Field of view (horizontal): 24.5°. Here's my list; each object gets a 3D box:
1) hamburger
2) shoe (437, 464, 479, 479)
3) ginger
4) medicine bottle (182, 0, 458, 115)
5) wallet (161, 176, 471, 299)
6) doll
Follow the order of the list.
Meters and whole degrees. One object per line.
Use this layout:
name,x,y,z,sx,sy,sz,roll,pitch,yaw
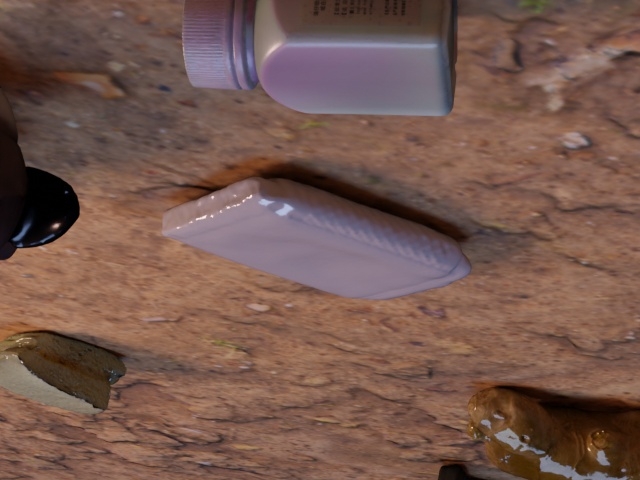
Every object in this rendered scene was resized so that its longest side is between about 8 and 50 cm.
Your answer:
hamburger,-0.245,0.116,1.316,0.084,0.054,0.121,-8,154,43
shoe,0.187,0.330,1.707,0.093,0.108,0.241,4,157,15
ginger,0.223,0.190,1.347,0.205,0.081,0.115,15,128,-3
medicine bottle,0.001,-0.093,0.659,0.118,0.055,0.074,1,161,9
wallet,0.000,0.000,0.953,0.183,0.032,0.124,17,157,-34
doll,-0.241,-0.026,0.817,0.182,0.117,0.257,12,160,-22
